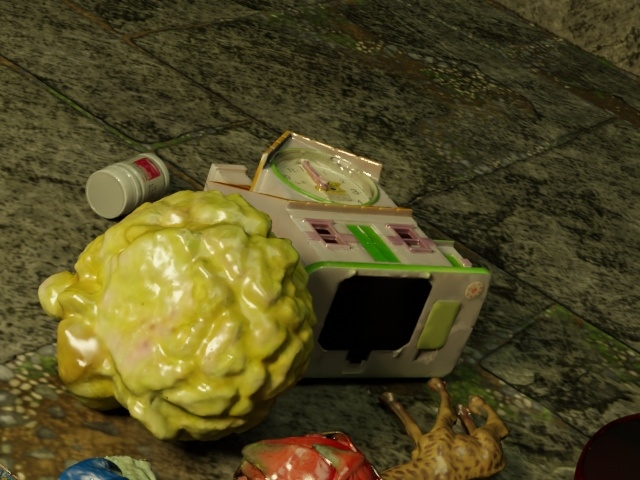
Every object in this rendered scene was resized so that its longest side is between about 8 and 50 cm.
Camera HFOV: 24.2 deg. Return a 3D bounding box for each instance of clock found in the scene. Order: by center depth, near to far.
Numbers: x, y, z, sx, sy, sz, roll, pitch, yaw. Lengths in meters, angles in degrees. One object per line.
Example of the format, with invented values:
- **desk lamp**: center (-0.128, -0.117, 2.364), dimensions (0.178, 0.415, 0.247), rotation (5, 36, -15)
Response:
- **clock**: center (0.000, 0.000, 1.628), dimensions (0.235, 0.166, 0.309), rotation (3, 30, -32)

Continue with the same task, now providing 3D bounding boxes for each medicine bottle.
- **medicine bottle**: center (-0.220, -0.063, 1.709), dimensions (0.058, 0.058, 0.091), rotation (30, 28, 17)

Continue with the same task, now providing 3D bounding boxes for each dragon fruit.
- **dragon fruit**: center (-0.012, 0.221, 1.274), dimensions (0.142, 0.130, 0.121), rotation (20, 59, -5)

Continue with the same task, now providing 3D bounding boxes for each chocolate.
- **chocolate**: center (0.334, 0.248, 1.437), dimensions (0.177, 0.176, 0.176), rotation (17, 27, -9)

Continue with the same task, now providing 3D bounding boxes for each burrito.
- **burrito**: center (-0.159, 0.224, 1.232), dimensions (0.074, 0.044, 0.118), rotation (13, 23, -24)

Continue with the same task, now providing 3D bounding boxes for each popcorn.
- **popcorn**: center (-0.119, 0.073, 1.374), dimensions (0.259, 0.259, 0.212), rotation (41, 8, 34)

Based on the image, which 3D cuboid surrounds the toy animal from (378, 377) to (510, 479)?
- **toy animal**: center (0.100, 0.207, 1.440), dimensions (0.149, 0.054, 0.275), rotation (24, 27, 12)

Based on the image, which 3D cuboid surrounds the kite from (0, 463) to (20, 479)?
- **kite**: center (-0.308, 0.207, 1.192), dimensions (0.232, 0.009, 0.189), rotation (10, 29, -19)

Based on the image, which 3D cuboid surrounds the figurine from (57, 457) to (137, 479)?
- **figurine**: center (-0.117, 0.253, 1.076), dimensions (0.262, 0.120, 0.164), rotation (20, 63, 22)
